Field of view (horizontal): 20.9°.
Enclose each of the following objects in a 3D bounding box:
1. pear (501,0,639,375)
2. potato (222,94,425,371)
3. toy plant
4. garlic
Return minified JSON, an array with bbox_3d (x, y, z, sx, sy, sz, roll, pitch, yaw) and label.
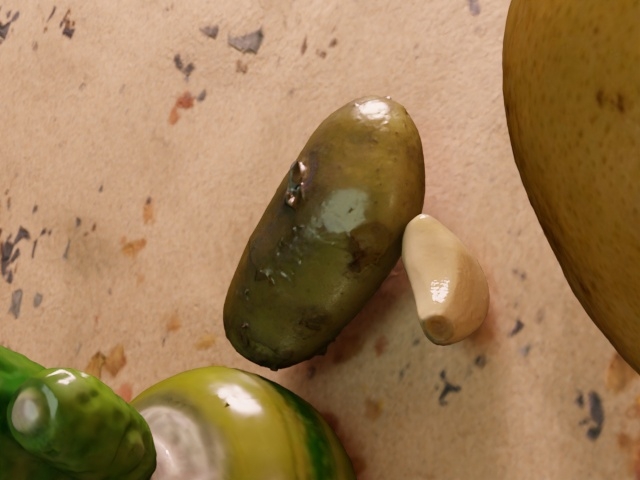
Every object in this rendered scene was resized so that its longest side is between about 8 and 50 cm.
[{"bbox_3d":[0.221,-0.047,0.680,0.314,0.314,0.314,-21,60,40],"label":"pear"},{"bbox_3d":[0.000,0.000,1.055,0.188,0.085,0.105,-56,26,21],"label":"potato"},{"bbox_3d":[-0.138,0.137,0.970,0.224,0.316,0.184,-22,58,42],"label":"toy plant"},{"bbox_3d":[0.071,0.028,0.988,0.041,0.053,0.083,-26,40,20],"label":"garlic"}]
